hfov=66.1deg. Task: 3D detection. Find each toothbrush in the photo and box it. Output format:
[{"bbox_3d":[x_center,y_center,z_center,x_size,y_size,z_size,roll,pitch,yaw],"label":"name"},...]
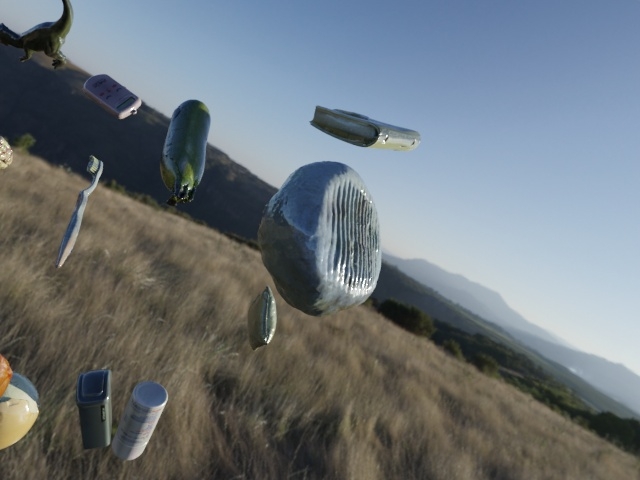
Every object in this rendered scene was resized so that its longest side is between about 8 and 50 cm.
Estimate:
[{"bbox_3d":[-0.534,-0.074,1.095,0.037,0.028,0.375,47,22,-39],"label":"toothbrush"}]

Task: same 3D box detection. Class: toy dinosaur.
[{"bbox_3d":[-0.607,-0.445,1.029,0.187,0.087,0.179,-12,-13,-13],"label":"toy dinosaur"}]

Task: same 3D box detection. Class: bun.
[{"bbox_3d":[0.000,0.000,1.115,0.211,0.361,0.362,-7,-20,33],"label":"bun"}]

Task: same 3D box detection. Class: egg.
[{"bbox_3d":[-0.964,0.517,1.480,0.201,0.244,0.201,25,8,-4],"label":"egg"}]

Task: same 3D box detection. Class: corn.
[{"bbox_3d":[-0.775,-0.233,1.099,0.080,0.079,0.237,28,-15,5],"label":"corn"}]

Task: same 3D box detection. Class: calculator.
[{"bbox_3d":[-0.632,-0.438,1.497,0.175,0.100,0.032,36,-32,1],"label":"calculator"}]

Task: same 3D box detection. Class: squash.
[{"bbox_3d":[-0.257,-0.169,0.935,0.087,0.087,0.331,27,34,-30],"label":"squash"}]

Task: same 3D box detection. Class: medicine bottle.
[{"bbox_3d":[-0.697,0.701,1.877,0.130,0.340,0.130,23,24,-11],"label":"medicine bottle"}]

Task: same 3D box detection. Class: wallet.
[{"bbox_3d":[0.064,-0.152,0.689,0.110,0.039,0.155,25,19,26],"label":"wallet"}]

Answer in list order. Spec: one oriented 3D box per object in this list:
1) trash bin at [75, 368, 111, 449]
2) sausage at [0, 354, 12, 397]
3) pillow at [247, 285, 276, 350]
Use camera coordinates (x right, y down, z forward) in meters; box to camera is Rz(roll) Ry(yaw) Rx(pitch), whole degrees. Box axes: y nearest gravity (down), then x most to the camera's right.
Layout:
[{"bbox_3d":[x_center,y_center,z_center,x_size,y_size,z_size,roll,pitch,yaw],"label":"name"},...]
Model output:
[{"bbox_3d":[-0.746,0.545,1.633,0.101,0.236,0.177,-2,18,-21],"label":"trash bin"},{"bbox_3d":[-0.675,0.233,0.825,0.268,0.141,0.153,14,42,-36],"label":"sausage"},{"bbox_3d":[-0.199,0.266,1.640,0.075,0.184,0.302,5,-18,-15],"label":"pillow"}]
